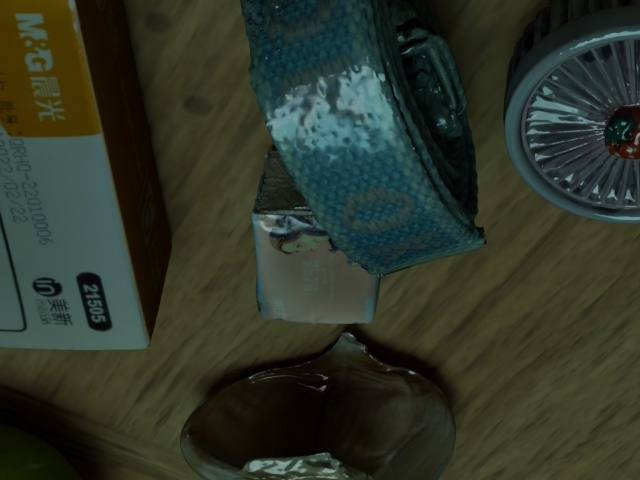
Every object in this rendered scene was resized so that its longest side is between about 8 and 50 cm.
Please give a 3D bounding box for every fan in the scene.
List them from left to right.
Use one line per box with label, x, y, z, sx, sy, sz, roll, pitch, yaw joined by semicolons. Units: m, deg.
fan;0.213;-0.060;0.785;0.244;0.074;0.130;10;135;-3

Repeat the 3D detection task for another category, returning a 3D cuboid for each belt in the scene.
belt;0.026;-0.073;0.754;0.082;0.148;0.163;-13;161;17

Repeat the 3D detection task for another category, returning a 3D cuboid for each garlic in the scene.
garlic;-0.004;0.123;1.001;0.174;0.099;0.124;1;155;13

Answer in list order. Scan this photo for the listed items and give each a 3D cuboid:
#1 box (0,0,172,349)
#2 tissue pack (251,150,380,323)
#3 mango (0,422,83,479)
box;-0.205;-0.060;0.833;0.220;0.091;0.274;0;136;7
tissue pack;0.000;0.000;0.888;0.074;0.059;0.094;2;136;4
mango;-0.237;0.229;1.107;0.175;0.143;0.293;0;146;0
